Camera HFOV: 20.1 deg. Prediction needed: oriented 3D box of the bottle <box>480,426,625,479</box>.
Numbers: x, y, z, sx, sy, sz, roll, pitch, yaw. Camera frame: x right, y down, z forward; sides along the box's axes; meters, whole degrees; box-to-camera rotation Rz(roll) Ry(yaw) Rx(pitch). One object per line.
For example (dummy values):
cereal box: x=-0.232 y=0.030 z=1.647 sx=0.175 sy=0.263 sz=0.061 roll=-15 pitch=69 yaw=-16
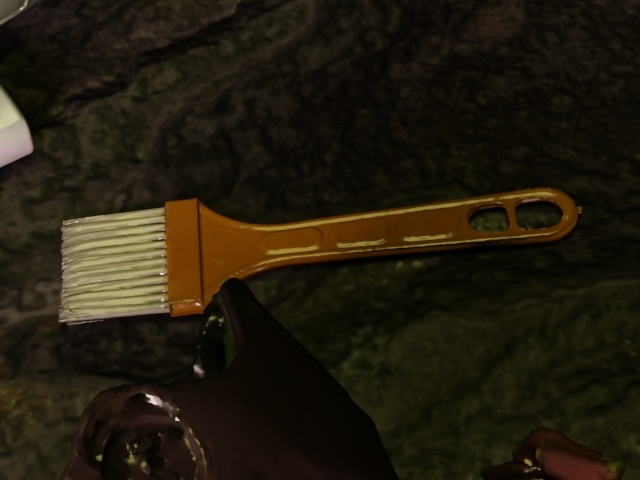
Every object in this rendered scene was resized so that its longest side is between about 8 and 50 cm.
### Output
bottle: x=0.127 y=0.161 z=0.760 sx=0.271 sy=0.143 sz=0.156 roll=16 pitch=50 yaw=-31

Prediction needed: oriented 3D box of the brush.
brush: x=0.000 y=0.000 z=1.078 sx=0.314 sy=0.017 sz=0.090 roll=-6 pitch=49 yaw=0

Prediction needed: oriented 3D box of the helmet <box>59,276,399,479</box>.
helmet: x=-0.067 y=0.171 z=0.802 sx=0.177 sy=0.225 sz=0.305 roll=42 pitch=43 yaw=0

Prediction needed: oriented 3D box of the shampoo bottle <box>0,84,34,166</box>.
shampoo bottle: x=-0.239 y=-0.062 z=1.140 sx=0.099 sy=0.043 sz=0.072 roll=-30 pitch=52 yaw=-17

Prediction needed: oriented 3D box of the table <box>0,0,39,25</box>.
table: x=-0.255 y=-0.190 z=1.197 sx=0.220 sy=0.126 sz=0.126 roll=-37 pitch=55 yaw=-24
